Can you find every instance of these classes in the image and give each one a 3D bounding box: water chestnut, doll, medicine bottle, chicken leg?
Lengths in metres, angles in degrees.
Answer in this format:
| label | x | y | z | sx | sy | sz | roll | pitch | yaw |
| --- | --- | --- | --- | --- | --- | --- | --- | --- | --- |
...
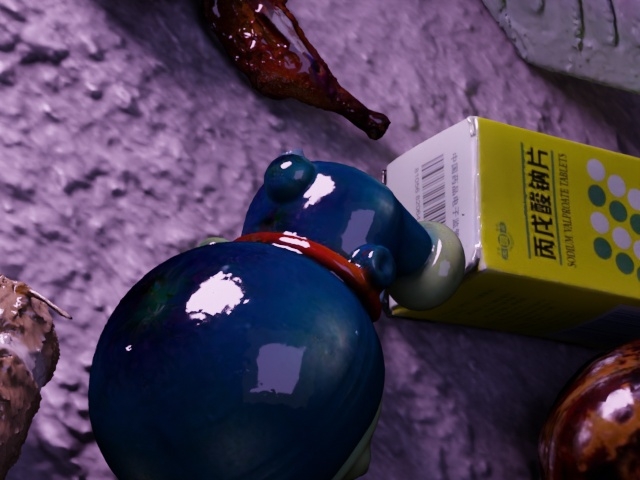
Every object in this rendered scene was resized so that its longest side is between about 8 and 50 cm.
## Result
| label | x | y | z | sx | sy | sz | roll | pitch | yaw |
| --- | --- | --- | --- | --- | --- | --- | --- | --- | --- |
| water chestnut | 0.309 | 0.198 | 1.166 | 0.289 | 0.244 | 0.289 | 12 | 63 | -23 |
| doll | -0.241 | 0.118 | 0.934 | 0.105 | 0.115 | 0.221 | 40 | 60 | -26 |
| medicine bottle | 0.185 | 0.002 | 1.233 | 0.250 | 0.141 | 0.137 | 12 | 68 | -29 |
| doll | -0.041 | 0.069 | 1.021 | 0.186 | 0.199 | 0.322 | 55 | 45 | -32 |
| chicken leg | -0.025 | -0.155 | 1.219 | 0.205 | 0.053 | 0.093 | 56 | 38 | -6 |

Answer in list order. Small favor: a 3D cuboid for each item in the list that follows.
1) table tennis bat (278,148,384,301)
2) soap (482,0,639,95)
| label | x | y | z | sx | sy | sz | roll | pitch | yaw |
| --- | --- | --- | --- | --- | --- | --- | --- | --- | --- |
| table tennis bat | 0.000 | 0.000 | 1.188 | 0.100 | 0.019 | 0.155 | -15 | 81 | -34 |
| soap | 0.295 | -0.257 | 1.276 | 0.156 | 0.446 | 0.261 | -37 | 131 | -28 |
